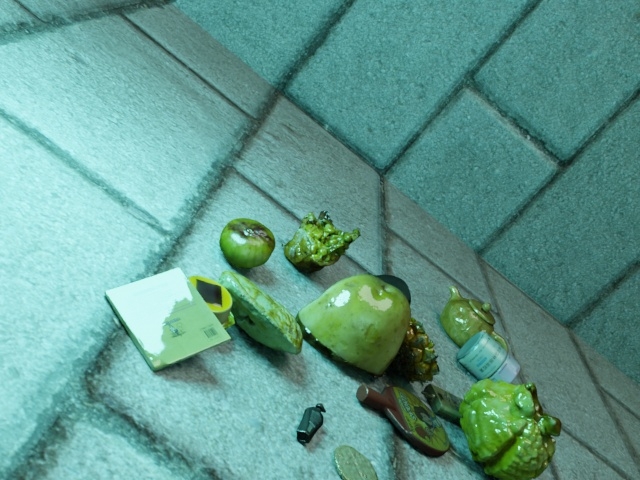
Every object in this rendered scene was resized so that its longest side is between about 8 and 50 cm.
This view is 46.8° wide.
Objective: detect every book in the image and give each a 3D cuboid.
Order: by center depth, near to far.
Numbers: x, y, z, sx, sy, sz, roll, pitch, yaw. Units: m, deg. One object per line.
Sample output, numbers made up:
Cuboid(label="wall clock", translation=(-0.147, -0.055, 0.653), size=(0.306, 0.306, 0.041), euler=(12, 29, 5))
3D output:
Cuboid(label="book", translation=(-0.286, 0.142, 1.388), size=(0.168, 0.013, 0.192), euler=(-19, 59, -39))

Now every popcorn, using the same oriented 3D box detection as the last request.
Cuboid(label="popcorn", translation=(0.487, 0.488, 1.914), size=(0.270, 0.257, 0.224), euler=(9, 5, 43))

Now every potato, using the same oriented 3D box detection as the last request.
Cuboid(label="potato", translation=(0.104, 0.196, 1.849), size=(0.285, 0.242, 0.242), euler=(35, 20, -10))

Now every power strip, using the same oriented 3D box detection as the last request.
Cuboid(label="power strip", translation=(0.368, 0.463, 2.042), size=(0.268, 0.034, 0.092), euler=(30, 22, -31))

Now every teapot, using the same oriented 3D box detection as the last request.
Cuboid(label="teapot", translation=(0.539, 0.286, 2.562), size=(0.311, 0.167, 0.203), euler=(51, 20, 23))

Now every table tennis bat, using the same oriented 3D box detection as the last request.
Cuboid(label="table tennis bat", translation=(0.204, 0.428, 1.807), size=(0.310, 0.038, 0.200), euler=(34, 19, -32))

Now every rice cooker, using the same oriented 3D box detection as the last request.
Cuboid(label="rice cooker", translation=(0.191, 0.176, 2.159), size=(0.142, 0.118, 0.203), euler=(1, 23, -3))

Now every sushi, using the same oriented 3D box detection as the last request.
Cuboid(label="sushi", translation=(0.001, 0.002, 2.123), size=(0.167, 0.179, 0.296), euler=(39, 17, 11))

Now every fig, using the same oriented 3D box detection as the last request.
Cuboid(label="fig", translation=(-0.181, 0.008, 1.836), size=(0.153, 0.121, 0.136), euler=(18, 34, -51))

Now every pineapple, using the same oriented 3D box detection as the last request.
Cuboid(label="pineapple", translation=(0.228, 0.291, 1.965), size=(0.076, 0.225, 0.225), euler=(-24, 59, -25))

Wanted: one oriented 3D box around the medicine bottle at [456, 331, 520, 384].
Cuboid(label="medicine bottle", translation=(0.545, 0.394, 2.393), size=(0.168, 0.135, 0.135), euler=(43, 19, 0))

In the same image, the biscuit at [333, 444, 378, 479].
Cuboid(label="biscuit", translation=(0.072, 0.462, 1.492), size=(0.120, 0.015, 0.120), euler=(36, 20, -15))

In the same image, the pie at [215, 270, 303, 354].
Cuboid(label="pie", translation=(-0.134, 0.163, 1.629), size=(0.248, 0.090, 0.201), euler=(42, 2, -6))

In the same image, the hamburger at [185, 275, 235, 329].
Cuboid(label="hamburger", translation=(-0.238, 0.136, 1.507), size=(0.141, 0.081, 0.126), euler=(11, 32, -36))

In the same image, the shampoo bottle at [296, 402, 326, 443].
Cuboid(label="shampoo bottle", translation=(-0.018, 0.368, 1.503), size=(0.048, 0.027, 0.137), euler=(48, 19, 0))
